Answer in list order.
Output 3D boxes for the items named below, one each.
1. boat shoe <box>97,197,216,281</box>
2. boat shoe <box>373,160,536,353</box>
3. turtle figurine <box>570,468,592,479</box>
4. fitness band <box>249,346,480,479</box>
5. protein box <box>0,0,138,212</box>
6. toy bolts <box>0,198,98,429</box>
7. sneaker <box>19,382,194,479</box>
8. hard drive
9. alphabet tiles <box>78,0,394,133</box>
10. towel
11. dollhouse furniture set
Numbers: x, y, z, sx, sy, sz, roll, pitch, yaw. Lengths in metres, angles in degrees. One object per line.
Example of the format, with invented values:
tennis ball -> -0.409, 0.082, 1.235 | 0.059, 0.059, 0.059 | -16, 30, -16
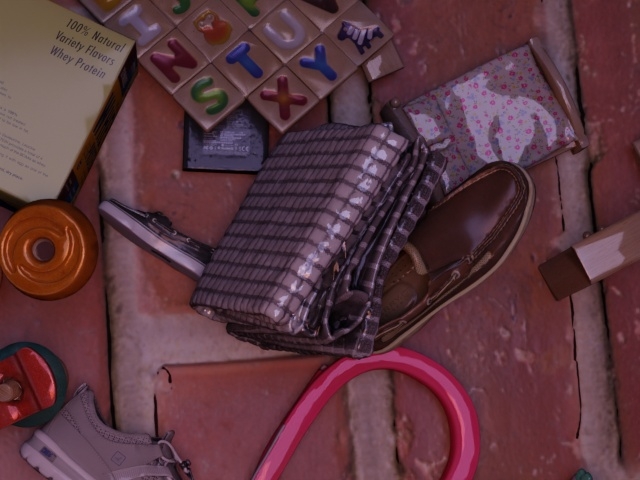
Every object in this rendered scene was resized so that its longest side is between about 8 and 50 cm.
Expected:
boat shoe -> -0.175, -0.007, 1.717 | 0.142, 0.049, 0.040 | 34, 73, -7
boat shoe -> 0.117, 0.020, 1.625 | 0.095, 0.095, 0.257 | 45, 102, 23
turtle figurine -> 0.202, 0.338, 1.668 | 0.234, 0.118, 0.175 | -20, 99, -24
fitness band -> 0.045, 0.252, 1.699 | 0.209, 0.054, 0.291 | 34, 80, -3
protein box -> -0.325, -0.148, 1.674 | 0.199, 0.136, 0.201 | 25, 80, -1
toy bolts -> -0.303, 0.073, 1.622 | 0.218, 0.158, 0.229 | -20, 89, 5
sneaker -> -0.170, 0.254, 1.644 | 0.281, 0.105, 0.115 | 34, 79, 0
hard drive -> -0.104, -0.142, 1.755 | 0.094, 0.022, 0.135 | 2, 81, -6
alphabet tiles -> -0.096, -0.288, 1.752 | 0.285, 0.011, 0.342 | -42, 77, -12
towel -> 0.000, 0.000, 1.611 | 0.121, 0.283, 0.235 | 35, 77, -20
dollhouse furniture set -> 0.253, -0.131, 1.717 | 0.303, 0.174, 0.356 | -26, 85, -10
